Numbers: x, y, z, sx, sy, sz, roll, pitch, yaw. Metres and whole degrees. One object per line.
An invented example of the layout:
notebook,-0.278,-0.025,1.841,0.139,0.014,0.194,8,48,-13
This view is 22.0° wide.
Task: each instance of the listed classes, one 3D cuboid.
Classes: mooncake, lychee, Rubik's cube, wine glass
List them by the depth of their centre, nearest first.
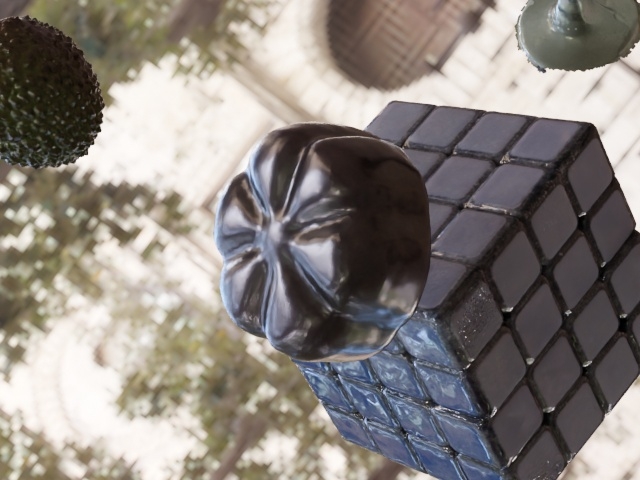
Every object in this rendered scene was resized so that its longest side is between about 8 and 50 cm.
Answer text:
mooncake,0.000,0.000,1.611,0.133,0.245,0.245,5,-146,-43
wine glass,0.241,-0.300,1.654,0.143,0.143,0.321,47,174,31
lychee,-0.311,-0.151,1.764,0.171,0.171,0.171,34,-165,-11
Rubik's cube,0.173,0.067,2.004,0.344,0.344,0.337,13,142,44
